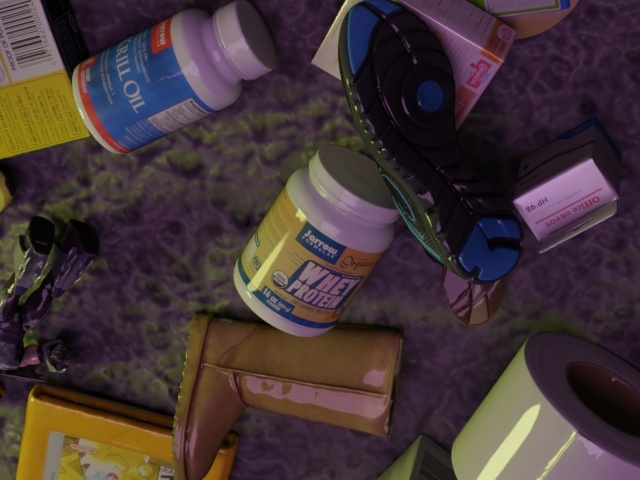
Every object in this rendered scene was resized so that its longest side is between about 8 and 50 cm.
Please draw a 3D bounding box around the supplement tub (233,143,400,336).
[{"bbox_3d":[0.000,0.000,1.833,0.144,0.144,0.200,32,116,-3],"label":"supplement tub"}]

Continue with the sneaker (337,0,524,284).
[{"bbox_3d":[0.097,-0.104,1.704,0.125,0.139,0.341,-29,105,-17],"label":"sneaker"}]

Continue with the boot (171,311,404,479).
[{"bbox_3d":[-0.044,0.212,1.937,0.269,0.089,0.236,8,93,8],"label":"boot"}]

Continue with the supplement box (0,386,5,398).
[{"bbox_3d":[-0.471,0.210,2.055,0.043,0.083,0.055,-17,110,35],"label":"supplement box"}]

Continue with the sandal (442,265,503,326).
[{"bbox_3d":[0.172,0.014,1.861,0.072,0.049,0.180,-21,93,14],"label":"sandal"}]

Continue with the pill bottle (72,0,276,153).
[{"bbox_3d":[-0.168,-0.197,1.796,0.221,0.124,0.124,-24,106,20],"label":"pill bottle"}]

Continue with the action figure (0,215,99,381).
[{"bbox_3d":[-0.391,0.097,1.965,0.185,0.099,0.285,13,123,-35],"label":"action figure"}]

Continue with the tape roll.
[{"bbox_3d":[0.301,0.248,1.822,0.246,0.246,0.169,31,115,-2],"label":"tape roll"}]

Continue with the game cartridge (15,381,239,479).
[{"bbox_3d":[-0.279,0.370,2.095,0.285,0.053,0.324,14,115,2],"label":"game cartridge"}]

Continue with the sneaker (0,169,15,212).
[{"bbox_3d":[-0.484,-0.039,1.943,0.208,0.094,0.081,-11,120,17],"label":"sneaker"}]

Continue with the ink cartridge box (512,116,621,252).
[{"bbox_3d":[0.278,-0.064,1.726,0.104,0.180,0.060,-30,104,21],"label":"ink cartridge box"}]

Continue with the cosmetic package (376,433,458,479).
[{"bbox_3d":[0.123,0.383,1.969,0.151,0.151,0.184,37,116,-6],"label":"cosmetic package"}]

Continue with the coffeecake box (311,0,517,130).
[{"bbox_3d":[0.105,-0.218,1.737,0.185,0.068,0.142,31,135,-2],"label":"coffeecake box"}]

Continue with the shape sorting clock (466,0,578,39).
[{"bbox_3d":[0.199,-0.321,1.709,0.206,0.040,0.206,6,120,10],"label":"shape sorting clock"}]

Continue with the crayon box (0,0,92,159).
[{"bbox_3d":[-0.441,-0.195,1.878,0.318,0.081,0.202,-12,110,16],"label":"crayon box"}]
